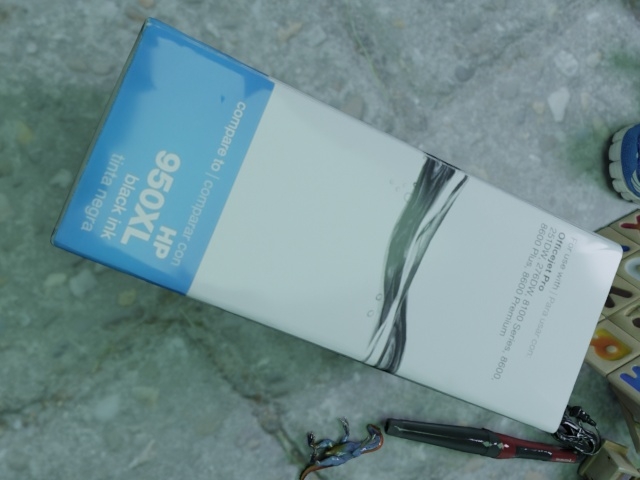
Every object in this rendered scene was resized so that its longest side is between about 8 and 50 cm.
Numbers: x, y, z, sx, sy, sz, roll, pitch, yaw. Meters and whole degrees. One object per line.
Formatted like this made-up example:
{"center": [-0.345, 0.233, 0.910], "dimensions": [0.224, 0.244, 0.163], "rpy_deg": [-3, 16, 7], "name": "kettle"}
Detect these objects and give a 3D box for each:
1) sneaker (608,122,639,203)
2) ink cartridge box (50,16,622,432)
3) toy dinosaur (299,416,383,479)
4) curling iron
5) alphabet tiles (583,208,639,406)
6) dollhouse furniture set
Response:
{"center": [0.522, -0.087, 0.835], "dimensions": [0.330, 0.147, 0.129], "rpy_deg": [-1, 91, -17], "name": "sneaker"}
{"center": [0.000, 0.000, 0.614], "dimensions": [0.395, 0.285, 0.166], "rpy_deg": [23, 86, -14], "name": "ink cartridge box"}
{"center": [0.026, 0.226, 0.762], "dimensions": [0.082, 0.047, 0.090], "rpy_deg": [12, 120, -24], "name": "toy dinosaur"}
{"center": [0.200, 0.220, 0.804], "dimensions": [0.274, 0.035, 0.068], "rpy_deg": [6, 80, -15], "name": "curling iron"}
{"center": [0.404, 0.075, 0.722], "dimensions": [0.285, 0.342, 0.011], "rpy_deg": [-25, 128, -15], "name": "alphabet tiles"}
{"center": [0.429, 0.247, 0.858], "dimensions": [0.182, 0.101, 0.160], "rpy_deg": [24, 109, -15], "name": "dollhouse furniture set"}
